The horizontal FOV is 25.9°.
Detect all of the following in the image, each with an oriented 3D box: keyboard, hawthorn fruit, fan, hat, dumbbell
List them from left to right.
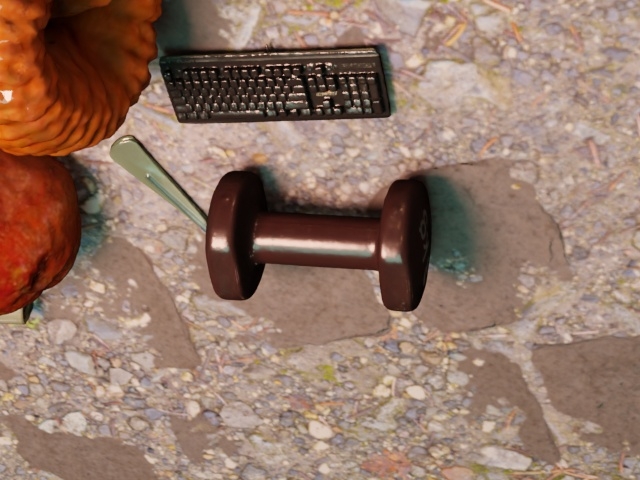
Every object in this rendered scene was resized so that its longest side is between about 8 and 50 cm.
[{"bbox_3d":[-0.345,-0.255,1.274,0.400,0.285,0.285,27,135,19],"label":"hat"},{"bbox_3d":[-0.371,0.009,1.482,0.207,0.243,0.207,7,132,7],"label":"hawthorn fruit"},{"bbox_3d":[-0.154,-0.043,1.523,0.038,0.016,0.193,-33,114,34],"label":"fan"},{"bbox_3d":[-0.046,-0.154,1.390,0.230,0.025,0.093,0,132,17],"label":"keyboard"},{"bbox_3d":[0.000,0.000,1.442,0.225,0.124,0.140,3,130,15],"label":"dumbbell"}]

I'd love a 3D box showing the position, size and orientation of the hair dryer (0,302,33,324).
[{"bbox_3d":[-0.467,0.008,1.623,0.296,0.119,0.298,22,120,-11],"label":"hair dryer"}]
